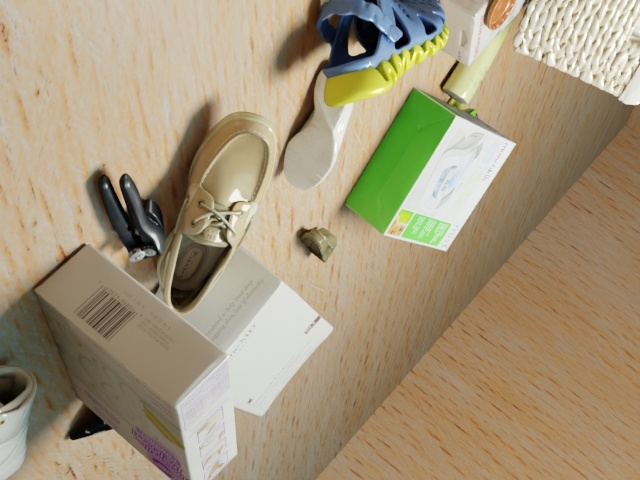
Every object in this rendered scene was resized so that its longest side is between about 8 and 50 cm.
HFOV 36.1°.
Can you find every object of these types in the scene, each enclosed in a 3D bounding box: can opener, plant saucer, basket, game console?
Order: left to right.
[{"bbox_3d":[-0.329,0.253,1.534,0.107,0.071,0.122,-28,169,20],"label":"game console"},{"bbox_3d":[-0.236,-0.030,1.213,0.059,0.073,0.186,-14,154,3],"label":"can opener"},{"bbox_3d":[0.307,-0.397,1.667,0.083,0.013,0.083,-44,156,-26],"label":"plant saucer"},{"bbox_3d":[0.555,-0.496,1.839,0.331,0.266,0.328,-60,172,-50],"label":"basket"}]

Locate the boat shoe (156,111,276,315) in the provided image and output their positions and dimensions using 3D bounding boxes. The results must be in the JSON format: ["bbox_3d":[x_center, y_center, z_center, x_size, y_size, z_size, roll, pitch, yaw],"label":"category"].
[{"bbox_3d":[-0.138,-0.029,1.304,0.302,0.109,0.098,-59,-156,29],"label":"boat shoe"}]

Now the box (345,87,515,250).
[{"bbox_3d":[0.212,-0.131,1.903,0.231,0.127,0.262,15,112,-50],"label":"box"}]

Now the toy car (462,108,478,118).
[{"bbox_3d":[0.290,-0.205,2.093,0.239,0.053,0.225,-45,156,-25],"label":"toy car"}]

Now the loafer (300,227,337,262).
[{"bbox_3d":[0.000,0.000,1.823,0.050,0.056,0.148,-52,171,-6],"label":"loafer"}]

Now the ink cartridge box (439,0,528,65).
[{"bbox_3d":[0.291,-0.423,1.729,0.191,0.082,0.140,-45,159,-20],"label":"ink cartridge box"}]

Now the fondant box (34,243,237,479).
[{"bbox_3d":[-0.230,0.182,1.288,0.096,0.238,0.330,-45,160,-25],"label":"fondant box"}]

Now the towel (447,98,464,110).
[{"bbox_3d":[0.226,-0.194,2.071,0.237,0.021,0.102,-54,162,0],"label":"towel"}]

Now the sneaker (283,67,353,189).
[{"bbox_3d":[0.013,-0.176,1.516,0.212,0.080,0.094,-65,170,28],"label":"sneaker"}]

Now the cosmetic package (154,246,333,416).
[{"bbox_3d":[-0.133,0.143,1.586,0.217,0.156,0.385,-51,162,-3],"label":"cosmetic package"}]

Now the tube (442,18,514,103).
[{"bbox_3d":[0.327,-0.384,1.931,0.240,0.062,0.070,-59,-158,-1],"label":"tube"}]

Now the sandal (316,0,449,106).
[{"bbox_3d":[0.089,-0.307,1.405,0.317,0.126,0.138,-48,123,-53],"label":"sandal"}]

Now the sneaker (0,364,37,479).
[{"bbox_3d":[-0.442,0.248,1.125,0.292,0.108,0.169,-44,160,-56],"label":"sneaker"}]
